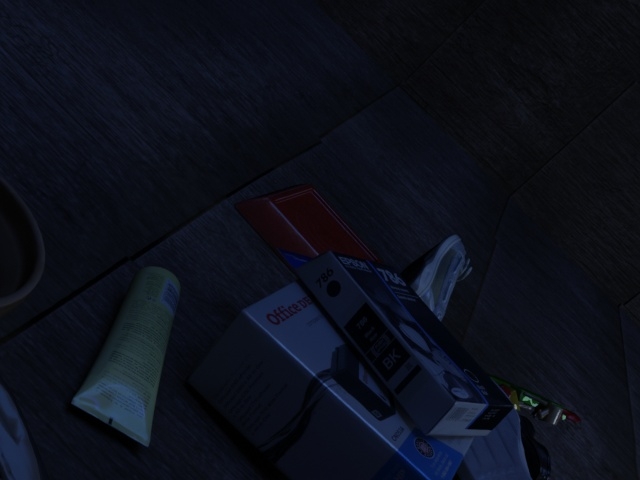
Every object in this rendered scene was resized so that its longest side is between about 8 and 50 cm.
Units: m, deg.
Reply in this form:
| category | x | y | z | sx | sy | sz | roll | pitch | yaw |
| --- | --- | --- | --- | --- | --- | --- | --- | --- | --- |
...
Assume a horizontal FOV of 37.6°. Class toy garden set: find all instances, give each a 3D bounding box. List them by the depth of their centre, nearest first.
| category | x | y | z | sx | sy | sz | roll | pitch | yaw |
| --- | --- | --- | --- | --- | --- | --- | --- | --- | --- |
| toy garden set | 0.320 | 0.270 | 1.592 | 0.244 | 0.049 | 0.204 | 24 | -2 | -21 |

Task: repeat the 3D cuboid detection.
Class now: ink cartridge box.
| category | x | y | z | sx | sy | sz | roll | pitch | yaw |
| --- | --- | --- | --- | --- | --- | --- | --- | --- | --- |
| ink cartridge box | 0.023 | 0.202 | 1.157 | 0.307 | 0.129 | 0.223 | 42 | 20 | 9 |
| ink cartridge box | 0.092 | 0.109 | 1.205 | 0.165 | 0.065 | 0.332 | 15 | 28 | -54 |

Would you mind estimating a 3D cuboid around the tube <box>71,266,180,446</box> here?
| category | x | y | z | sx | sy | sz | roll | pitch | yaw |
| --- | --- | --- | --- | --- | --- | --- | --- | --- | --- |
| tube | -0.207 | 0.120 | 1.044 | 0.070 | 0.062 | 0.240 | -1 | 34 | 3 |

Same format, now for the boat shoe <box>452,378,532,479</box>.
| category | x | y | z | sx | sy | sz | roll | pitch | yaw |
| --- | --- | --- | --- | --- | --- | --- | --- | --- | --- |
| boat shoe | 0.221 | 0.323 | 1.273 | 0.121 | 0.119 | 0.335 | -1 | 40 | -12 |

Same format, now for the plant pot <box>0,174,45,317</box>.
| category | x | y | z | sx | sy | sz | roll | pitch | yaw |
| --- | --- | --- | --- | --- | --- | --- | --- | --- | --- |
| plant pot | -0.383 | 0.002 | 0.858 | 0.237 | 0.110 | 0.237 | 37 | 24 | -19 |

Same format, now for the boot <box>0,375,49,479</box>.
| category | x | y | z | sx | sy | sz | roll | pitch | yaw |
| --- | --- | --- | --- | --- | --- | --- | --- | --- | --- |
| boot | -0.270 | 0.263 | 0.560 | 0.284 | 0.138 | 0.377 | -8 | 70 | -54 |

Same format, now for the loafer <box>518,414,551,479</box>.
| category | x | y | z | sx | sy | sz | roll | pitch | yaw |
| --- | --- | --- | --- | --- | --- | --- | --- | --- | --- |
| loafer | 0.342 | 0.355 | 1.607 | 0.061 | 0.062 | 0.170 | 29 | 16 | -20 |

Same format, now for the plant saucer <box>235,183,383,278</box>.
| category | x | y | z | sx | sy | sz | roll | pitch | yaw |
| --- | --- | --- | --- | --- | --- | --- | --- | --- | --- |
| plant saucer | 0.000 | 0.000 | 1.637 | 0.258 | 0.048 | 0.259 | 48 | 22 | 7 |

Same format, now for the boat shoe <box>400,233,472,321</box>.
| category | x | y | z | sx | sy | sz | roll | pitch | yaw |
| --- | --- | --- | --- | --- | --- | --- | --- | --- | --- |
| boat shoe | 0.222 | 0.079 | 1.814 | 0.103 | 0.118 | 0.320 | 51 | 25 | -1 |
